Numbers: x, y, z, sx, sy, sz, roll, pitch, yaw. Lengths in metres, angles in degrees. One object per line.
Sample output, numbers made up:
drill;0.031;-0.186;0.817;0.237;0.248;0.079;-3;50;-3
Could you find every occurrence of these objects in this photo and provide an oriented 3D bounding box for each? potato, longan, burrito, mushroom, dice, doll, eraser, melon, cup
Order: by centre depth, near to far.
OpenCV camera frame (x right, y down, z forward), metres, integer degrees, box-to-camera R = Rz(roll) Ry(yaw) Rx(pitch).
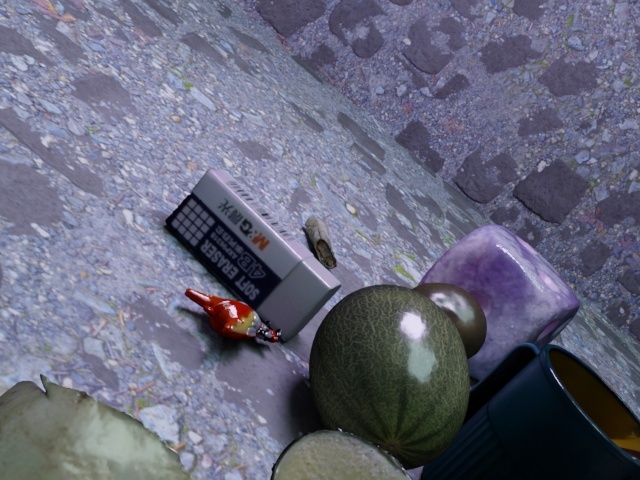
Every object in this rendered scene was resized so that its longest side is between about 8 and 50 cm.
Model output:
mushroom;-0.202;0.252;0.656;0.254;0.195;0.189;40;53;-5
potato;0.029;0.337;0.958;0.202;0.182;0.117;31;-24;24
melon;0.101;0.199;1.203;0.237;0.237;0.301;35;23;-19
doll;-0.123;0.124;1.222;0.109;0.057;0.169;37;-1;36
cup;0.315;0.324;1.263;0.242;0.292;0.308;15;32;-52
eraser;-0.111;0.021;1.351;0.287;0.130;0.086;43;16;8
longan;0.247;0.168;1.656;0.187;0.167;0.167;36;20;-20
burrito;0.000;0.000;1.728;0.055;0.041;0.149;45;15;-35
dice;0.395;0.141;1.833;0.270;0.270;0.271;50;21;22
